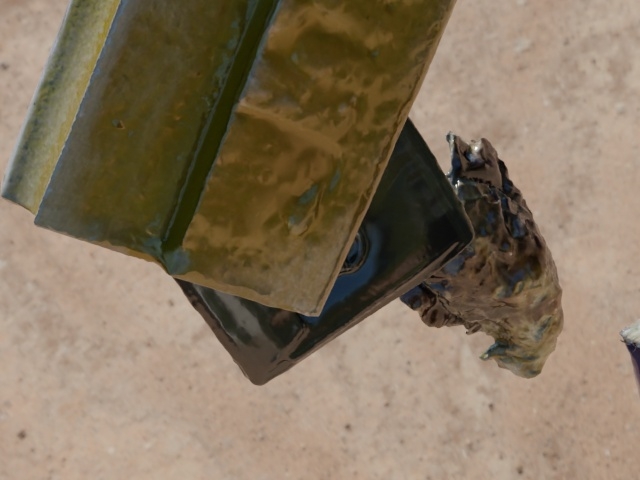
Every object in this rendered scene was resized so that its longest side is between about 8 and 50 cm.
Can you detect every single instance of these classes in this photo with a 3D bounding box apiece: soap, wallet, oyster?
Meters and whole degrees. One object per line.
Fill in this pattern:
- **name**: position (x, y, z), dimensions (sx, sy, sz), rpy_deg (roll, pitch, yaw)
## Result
- **soap**: position (-0.064, -0.114, 0.931), dimensions (0.281, 0.259, 0.143), rpy_deg (-68, 27, 9)
- **wallet**: position (0.000, 0.000, 1.094), dimensions (0.245, 0.169, 0.052), rpy_deg (-33, 15, 0)
- **oyster**: position (0.192, 0.025, 1.454), dimensions (0.100, 0.271, 0.275), rpy_deg (33, 111, 56)

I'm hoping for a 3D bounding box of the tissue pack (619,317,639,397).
- **tissue pack**: position (0.398, 0.190, 1.023), dimensions (0.242, 0.344, 0.125), rpy_deg (-23, 14, -16)
